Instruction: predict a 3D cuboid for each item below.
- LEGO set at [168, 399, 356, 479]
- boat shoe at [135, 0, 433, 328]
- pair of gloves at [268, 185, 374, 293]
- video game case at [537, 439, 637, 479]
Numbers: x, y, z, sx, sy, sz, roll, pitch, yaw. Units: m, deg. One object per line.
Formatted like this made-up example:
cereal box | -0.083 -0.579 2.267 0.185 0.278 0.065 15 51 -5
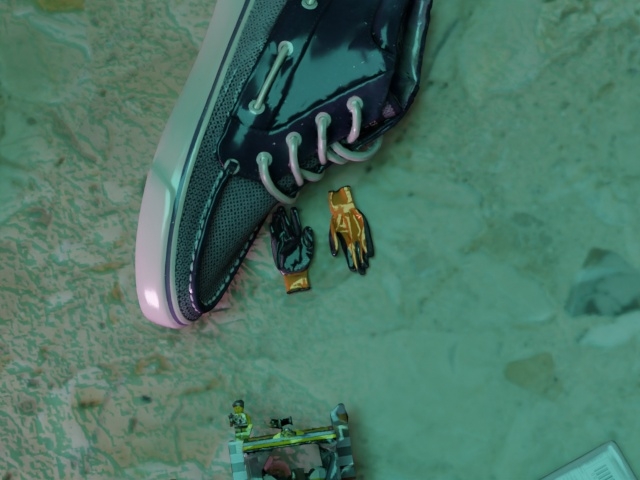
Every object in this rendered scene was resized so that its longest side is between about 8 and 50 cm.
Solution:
LEGO set | -0.086 0.212 1.258 0.331 0.255 0.192 -10 79 6
boat shoe | -0.025 -0.082 1.347 0.158 0.127 0.340 15 84 20
pair of gloves | 0.000 0.000 1.392 0.083 0.010 0.074 -17 80 11
video game case | 0.197 0.277 1.306 0.173 0.022 0.190 -30 78 5
